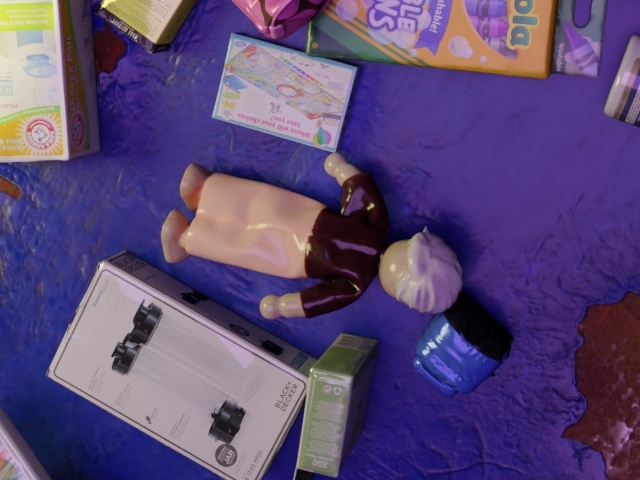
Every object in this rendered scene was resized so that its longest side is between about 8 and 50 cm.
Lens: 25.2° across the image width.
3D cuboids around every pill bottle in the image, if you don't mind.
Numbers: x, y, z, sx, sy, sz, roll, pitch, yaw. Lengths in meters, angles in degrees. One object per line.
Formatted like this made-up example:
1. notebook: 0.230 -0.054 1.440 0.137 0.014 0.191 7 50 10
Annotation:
1. pill bottle: 0.400 -0.151 1.539 0.169 0.094 0.094 21 103 8

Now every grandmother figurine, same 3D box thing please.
1. grandmother figurine: 0.000 0.000 1.625 0.342 0.104 0.207 17 85 18

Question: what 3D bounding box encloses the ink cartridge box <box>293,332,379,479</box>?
1. ink cartridge box: 0.010 0.239 1.652 0.056 0.171 0.235 11 102 10

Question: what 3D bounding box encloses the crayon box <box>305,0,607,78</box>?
1. crayon box: 0.154 -0.290 1.574 0.323 0.083 0.203 7 101 10

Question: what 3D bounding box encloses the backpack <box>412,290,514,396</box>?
1. backpack: 0.159 0.127 1.627 0.098 0.120 0.101 36 105 3

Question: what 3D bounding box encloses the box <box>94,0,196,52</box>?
1. box: -0.161 -0.334 1.646 0.087 0.058 0.232 34 106 5

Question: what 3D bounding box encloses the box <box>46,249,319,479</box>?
1. box: -0.161 0.154 1.717 0.290 0.087 0.169 28 104 6

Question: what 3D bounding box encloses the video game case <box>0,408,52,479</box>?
1. video game case: -0.404 0.416 1.712 0.300 0.036 0.329 -36 86 14

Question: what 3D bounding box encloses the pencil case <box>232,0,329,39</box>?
1. pencil case: -0.089 -0.309 1.549 0.209 0.095 0.098 44 69 10

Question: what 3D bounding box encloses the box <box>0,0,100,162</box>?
1. box: -0.334 -0.196 1.684 0.114 0.103 0.203 0 100 13

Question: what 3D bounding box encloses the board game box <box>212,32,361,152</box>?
1. board game box: -0.040 -0.173 1.665 0.154 0.026 0.103 17 103 9
